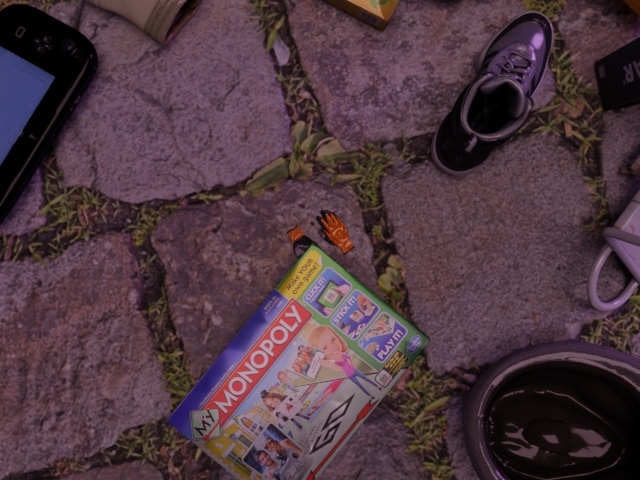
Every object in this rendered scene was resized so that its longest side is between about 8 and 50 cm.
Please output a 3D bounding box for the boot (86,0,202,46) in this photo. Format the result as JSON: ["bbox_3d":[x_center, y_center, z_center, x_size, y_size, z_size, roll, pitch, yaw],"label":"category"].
[{"bbox_3d":[-0.232,-0.401,0.883,0.165,0.077,0.213,31,92,0],"label":"boot"}]

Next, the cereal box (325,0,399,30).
[{"bbox_3d":[0.074,-0.454,0.910,0.173,0.047,0.240,28,86,-2],"label":"cereal box"}]

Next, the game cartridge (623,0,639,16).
[{"bbox_3d":[0.471,-0.503,0.879,0.285,0.053,0.323,32,83,-18],"label":"game cartridge"}]

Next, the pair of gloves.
[{"bbox_3d":[0.000,0.000,0.906,0.083,0.010,0.074,-32,89,-2],"label":"pair of gloves"}]

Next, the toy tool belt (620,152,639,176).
[{"bbox_3d":[0.482,-0.124,0.910,0.083,0.051,0.052,-45,123,-8],"label":"toy tool belt"}]

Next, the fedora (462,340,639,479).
[{"bbox_3d":[0.331,0.263,0.834,0.276,0.124,0.243,-2,71,11],"label":"fedora"}]

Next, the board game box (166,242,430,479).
[{"bbox_3d":[-0.030,0.191,0.873,0.214,0.046,0.317,39,89,-1],"label":"board game box"}]

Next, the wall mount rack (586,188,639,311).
[{"bbox_3d":[0.546,-0.006,0.876,0.304,0.130,0.350,38,87,-33],"label":"wall mount rack"}]

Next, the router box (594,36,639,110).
[{"bbox_3d":[0.541,-0.252,0.789,0.243,0.309,0.080,-11,91,-3],"label":"router box"}]

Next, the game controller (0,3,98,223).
[{"bbox_3d":[-0.448,-0.172,0.869,0.167,0.067,0.319,30,86,-1],"label":"game controller"}]

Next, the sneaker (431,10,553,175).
[{"bbox_3d":[0.256,-0.214,0.853,0.101,0.153,0.268,32,87,-1],"label":"sneaker"}]
